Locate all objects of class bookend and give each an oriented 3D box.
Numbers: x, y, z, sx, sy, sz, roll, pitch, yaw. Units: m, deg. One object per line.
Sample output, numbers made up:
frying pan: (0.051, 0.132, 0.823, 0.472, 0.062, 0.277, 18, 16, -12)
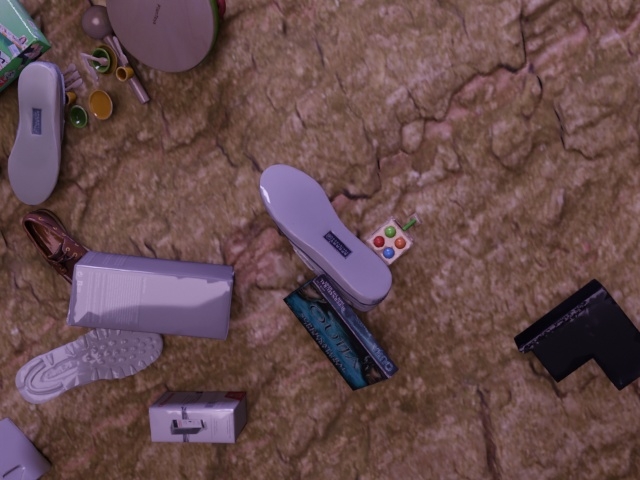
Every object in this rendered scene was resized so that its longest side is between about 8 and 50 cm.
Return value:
bookend: (0.407, 0.169, 1.347, 0.156, 0.072, 0.157, -39, 92, 10)

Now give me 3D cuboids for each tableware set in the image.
tableware set: (-0.351, -0.240, 1.383, 0.154, 0.024, 0.104, -22, 95, 32)

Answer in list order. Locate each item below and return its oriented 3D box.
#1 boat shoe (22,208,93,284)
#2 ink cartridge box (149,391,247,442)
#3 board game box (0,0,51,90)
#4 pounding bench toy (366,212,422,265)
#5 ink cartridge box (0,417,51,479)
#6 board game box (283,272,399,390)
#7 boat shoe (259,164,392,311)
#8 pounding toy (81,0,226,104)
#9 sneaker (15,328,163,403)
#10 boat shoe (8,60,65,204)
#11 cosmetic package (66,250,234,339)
boat shoe: (-0.412, 0.024, 1.428, 0.064, 0.060, 0.178, -44, 90, 9)
ink cartridge box: (-0.192, 0.279, 1.412, 0.135, 0.099, 0.056, -1, 97, 7)
board game box: (-0.589, -0.357, 1.383, 0.213, 0.046, 0.317, -38, 79, 8)
pounding bench toy: (0.119, -0.010, 1.363, 0.083, 0.065, 0.052, -41, 90, 9)
ink cartridge box: (-0.603, 0.438, 1.420, 0.289, 0.211, 0.121, -42, 89, 8)
board game box: (0.028, 0.143, 1.366, 0.026, 0.126, 0.186, -39, 91, -29)
boat shoe: (0.000, 0.000, 1.366, 0.267, 0.088, 0.096, 43, 61, 8)
pounding toy: (-0.235, -0.347, 1.361, 0.237, 0.110, 0.183, -30, 105, 37)
sneaker: (-0.371, 0.188, 1.434, 0.235, 0.095, 0.090, -15, 90, -12)
boat shoe: (-0.435, -0.170, 1.399, 0.079, 0.081, 0.227, 11, 108, 1)
cosmetic package: (-0.253, 0.083, 1.365, 0.238, 0.127, 0.107, 9, 98, -5)
